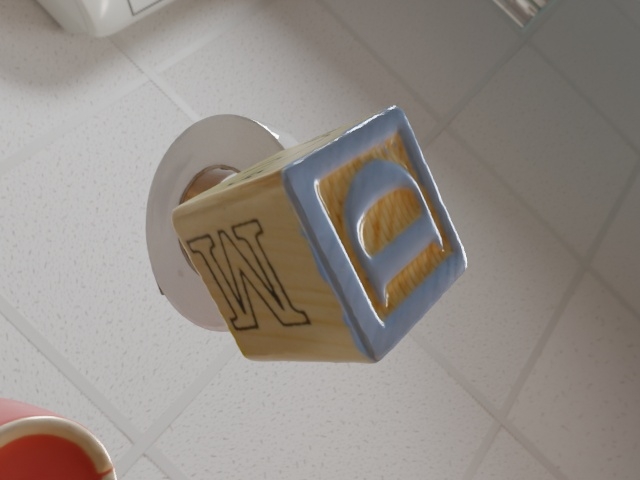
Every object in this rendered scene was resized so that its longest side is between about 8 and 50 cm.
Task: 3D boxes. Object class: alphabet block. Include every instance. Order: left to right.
[{"bbox_3d":[0.000,0.000,0.613,0.192,0.197,0.193,-35,-75,-41],"label":"alphabet block"}]

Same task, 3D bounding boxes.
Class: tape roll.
[{"bbox_3d":[-0.166,-0.029,1.061,0.072,0.392,0.392,-1,-115,-55],"label":"tape roll"}]

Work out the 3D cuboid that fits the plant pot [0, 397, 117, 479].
[{"bbox_3d":[-0.389,0.318,0.709,0.275,0.243,0.275,18,-116,-41],"label":"plant pot"}]
